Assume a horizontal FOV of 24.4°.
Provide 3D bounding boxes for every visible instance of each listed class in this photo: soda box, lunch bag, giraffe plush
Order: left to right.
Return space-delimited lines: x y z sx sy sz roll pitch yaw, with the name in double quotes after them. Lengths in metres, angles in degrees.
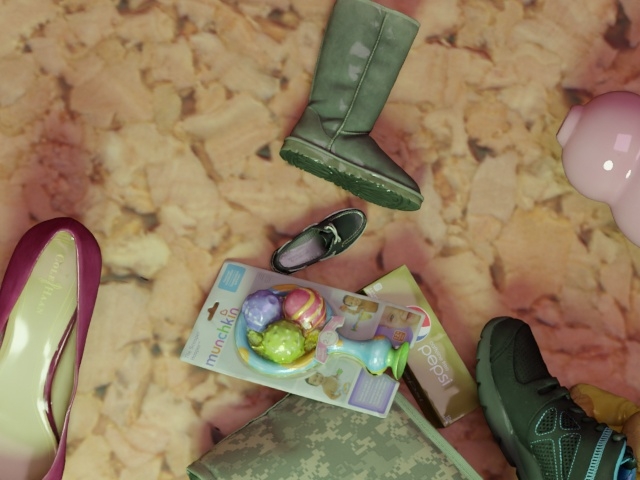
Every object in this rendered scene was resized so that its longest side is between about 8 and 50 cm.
0.028 0.281 1.564 0.235 0.169 0.287 -34 63 -15 "lunch bag"
0.111 0.120 1.658 0.058 0.061 0.181 -31 88 -13 "soda box"
0.372 0.236 1.630 0.210 0.170 0.181 -10 84 -11 "giraffe plush"

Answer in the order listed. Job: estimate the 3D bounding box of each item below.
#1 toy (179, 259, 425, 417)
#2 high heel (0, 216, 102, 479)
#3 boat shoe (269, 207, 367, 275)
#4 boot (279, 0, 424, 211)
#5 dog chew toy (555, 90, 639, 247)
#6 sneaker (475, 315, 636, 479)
-0.020 0.093 1.585 0.237 0.056 0.137 16 58 12 "toy"
-0.311 0.160 1.519 0.127 0.181 0.377 9 81 -8 "high heel"
0.000 0.000 1.667 0.125 0.038 0.046 -26 87 -12 "boat shoe"
0.066 -0.158 1.691 0.190 0.076 0.208 27 72 -7 "boot"
0.423 -0.060 1.674 0.332 0.206 0.206 27 79 4 "dog chew toy"
0.267 0.223 1.586 0.140 0.125 0.340 -27 58 18 "sneaker"
